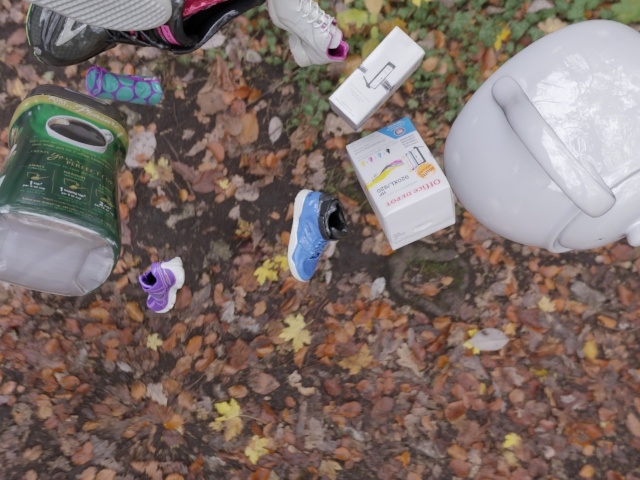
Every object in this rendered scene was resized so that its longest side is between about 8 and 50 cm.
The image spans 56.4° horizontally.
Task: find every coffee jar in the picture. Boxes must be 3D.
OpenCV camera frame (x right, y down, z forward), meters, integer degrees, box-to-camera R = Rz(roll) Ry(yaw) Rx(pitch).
[{"bbox_3d":[-0.206,-0.048,0.476,0.096,0.079,0.184,19,35,-28],"label":"coffee jar"}]

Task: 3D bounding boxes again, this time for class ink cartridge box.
[{"bbox_3d":[0.194,-0.134,1.428,0.171,0.168,0.233,-25,58,3],"label":"ink cartridge box"},{"bbox_3d":[0.118,-0.340,1.281,0.086,0.148,0.203,43,95,-1],"label":"ink cartridge box"}]

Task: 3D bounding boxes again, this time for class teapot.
[{"bbox_3d":[0.258,-0.074,0.588,0.256,0.252,0.187,-22,62,-15],"label":"teapot"}]

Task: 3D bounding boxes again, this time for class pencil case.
[{"bbox_3d":[-0.422,-0.334,1.289,0.151,0.070,0.064,-4,49,-45],"label":"pencil case"}]

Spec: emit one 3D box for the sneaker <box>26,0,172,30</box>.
[{"bbox_3d":[-0.400,-0.438,0.895,0.366,0.135,0.150,9,73,-31],"label":"sneaker"}]

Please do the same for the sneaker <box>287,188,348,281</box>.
[{"bbox_3d":[-0.001,0.000,0.945,0.058,0.084,0.152,-12,113,-54],"label":"sneaker"}]

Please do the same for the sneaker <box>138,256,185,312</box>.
[{"bbox_3d":[-0.300,0.078,1.093,0.071,0.170,0.068,0,58,-26],"label":"sneaker"}]

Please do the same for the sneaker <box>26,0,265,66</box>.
[{"bbox_3d":[-0.314,-0.434,1.081,0.482,0.185,0.202,-21,53,5],"label":"sneaker"}]

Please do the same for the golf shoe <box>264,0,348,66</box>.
[{"bbox_3d":[-0.024,-0.502,1.346,0.140,0.306,0.115,13,79,21],"label":"golf shoe"}]
